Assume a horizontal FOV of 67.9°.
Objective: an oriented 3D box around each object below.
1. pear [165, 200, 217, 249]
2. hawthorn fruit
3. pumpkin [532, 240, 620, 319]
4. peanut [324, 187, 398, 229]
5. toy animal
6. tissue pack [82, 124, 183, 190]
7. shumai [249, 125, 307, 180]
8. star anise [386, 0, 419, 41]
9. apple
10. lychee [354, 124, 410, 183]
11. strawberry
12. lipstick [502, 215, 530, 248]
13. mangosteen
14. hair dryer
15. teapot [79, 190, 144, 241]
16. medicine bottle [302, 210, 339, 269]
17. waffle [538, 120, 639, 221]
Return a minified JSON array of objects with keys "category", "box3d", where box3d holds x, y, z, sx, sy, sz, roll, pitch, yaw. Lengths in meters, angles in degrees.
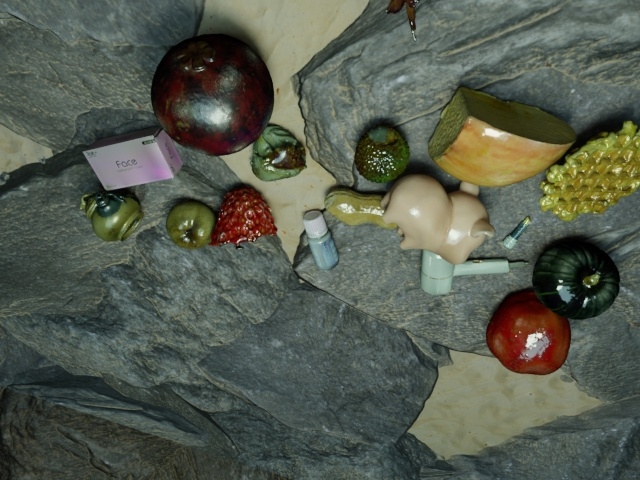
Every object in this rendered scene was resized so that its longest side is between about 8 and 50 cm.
[{"category":"pear","box3d":[-0.423,-0.050,1.558,0.167,0.136,0.167,2,123,3]},{"category":"hawthorn fruit","box3d":[0.706,0.298,1.589,0.265,0.265,0.307,13,119,-1]},{"category":"pumpkin","box3d":[0.776,0.118,1.439,0.250,0.216,0.249,0,83,2]},{"category":"peanut","box3d":[0.141,-0.097,1.466,0.263,0.101,0.117,7,152,0]},{"category":"toy animal","box3d":[0.337,-0.070,1.369,0.269,0.237,0.326,-23,134,25]},{"category":"tissue pack","box3d":[-0.570,-0.250,1.458,0.247,0.092,0.148,-9,126,14]},{"category":"shumai","box3d":[-0.129,-0.224,1.383,0.184,0.142,0.184,3,124,5]},{"category":"star anise","box3d":[0.204,-0.576,1.133,0.158,0.144,0.140,-4,81,3]},{"category":"apple","box3d":[0.469,-0.259,1.239,0.309,0.252,0.314,20,171,-6]},{"category":"lychee","box3d":[0.170,-0.233,1.332,0.171,0.171,0.171,4,127,5]},{"category":"strawberry","box3d":[-0.255,-0.074,1.493,0.234,0.234,0.177,-9,99,14]},{"category":"lipstick","box3d":[0.620,-0.026,1.488,0.037,0.037,0.116,25,122,-10]},{"category":"mangosteen","box3d":[-0.263,-0.353,1.232,0.306,0.305,0.359,-1,158,9]},{"category":"hair dryer","box3d":[0.510,0.075,1.557,0.358,0.107,0.173,-4,127,0]},{"category":"teapot","box3d":[-0.690,-0.091,1.554,0.183,0.173,0.269,35,159,-8]},{"category":"medicine bottle","box3d":[0.000,0.000,1.566,0.084,0.083,0.203,-9,126,14]},{"category":"waffle","box3d":[0.745,-0.171,1.282,0.325,0.068,0.302,-31,139,20]}]
